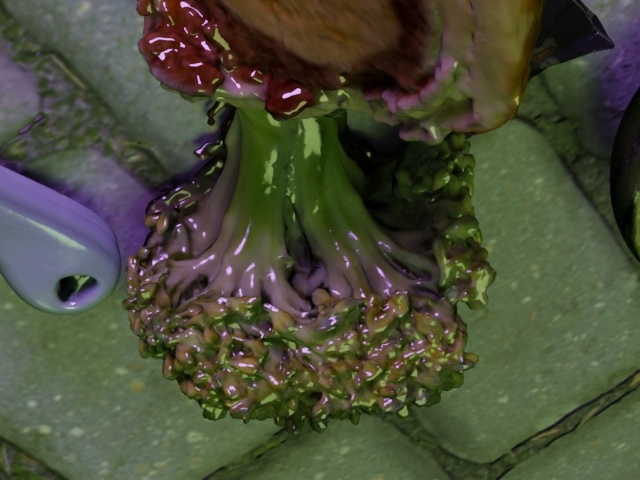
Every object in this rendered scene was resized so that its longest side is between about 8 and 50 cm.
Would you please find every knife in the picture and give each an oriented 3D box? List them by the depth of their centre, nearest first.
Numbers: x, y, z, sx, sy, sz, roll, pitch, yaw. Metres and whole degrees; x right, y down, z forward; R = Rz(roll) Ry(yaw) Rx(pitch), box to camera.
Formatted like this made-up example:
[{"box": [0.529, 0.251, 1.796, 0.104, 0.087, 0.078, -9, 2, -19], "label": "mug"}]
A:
[{"box": [-0.244, -0.043, 1.038, 0.080, 0.044, 0.331, -36, 133, 22], "label": "knife"}]

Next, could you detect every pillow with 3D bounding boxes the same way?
[{"box": [0.107, -0.144, 1.099, 0.090, 0.048, 0.150, -42, 134, 6], "label": "pillow"}]

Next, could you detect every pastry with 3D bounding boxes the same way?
[{"box": [0.015, -0.180, 0.897, 0.170, 0.236, 0.256, -52, 140, -35], "label": "pastry"}]

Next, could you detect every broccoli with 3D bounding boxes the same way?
[{"box": [0.004, 0.017, 1.113, 0.242, 0.180, 0.273, -12, 137, -15], "label": "broccoli"}]

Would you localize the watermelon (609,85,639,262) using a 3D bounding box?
[{"box": [0.285, -0.076, 1.200, 0.204, 0.127, 0.232, 8, 131, -33], "label": "watermelon"}]
